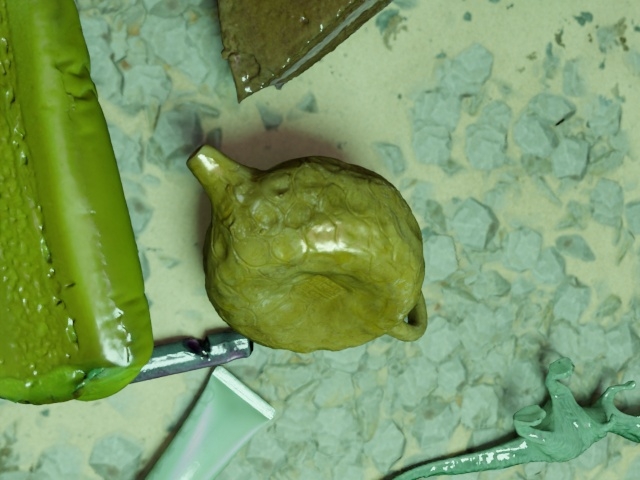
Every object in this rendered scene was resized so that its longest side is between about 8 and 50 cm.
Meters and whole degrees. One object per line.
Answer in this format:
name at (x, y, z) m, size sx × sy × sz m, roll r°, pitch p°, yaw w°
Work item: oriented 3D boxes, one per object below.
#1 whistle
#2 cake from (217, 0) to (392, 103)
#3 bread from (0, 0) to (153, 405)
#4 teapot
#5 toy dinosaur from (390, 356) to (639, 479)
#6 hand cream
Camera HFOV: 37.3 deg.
whistle at (-0.152, 0.116, 0.921) m, size 0.177 × 0.033 × 0.033 m, roll -11°, pitch 95°, yaw -16°
cake at (0.026, -0.249, 0.861) m, size 0.295 × 0.116 × 0.112 m, roll -30°, pitch 89°, yaw 22°
bread at (-0.251, -0.044, 0.841) m, size 0.166 × 0.112 × 0.383 m, roll -12°, pitch 92°, yaw 13°
teapot at (0.000, 0.000, 0.903) m, size 0.311 × 0.203 × 0.167 m, roll 29°, pitch 40°, yaw -36°
toy dinosaur at (0.215, 0.193, 1.007) m, size 0.383 × 0.076 × 0.129 m, roll -5°, pitch 118°, yaw -10°
hand cream at (-0.132, 0.225, 0.925) m, size 0.078 × 0.050 × 0.205 m, roll 40°, pitch 77°, yaw -9°
